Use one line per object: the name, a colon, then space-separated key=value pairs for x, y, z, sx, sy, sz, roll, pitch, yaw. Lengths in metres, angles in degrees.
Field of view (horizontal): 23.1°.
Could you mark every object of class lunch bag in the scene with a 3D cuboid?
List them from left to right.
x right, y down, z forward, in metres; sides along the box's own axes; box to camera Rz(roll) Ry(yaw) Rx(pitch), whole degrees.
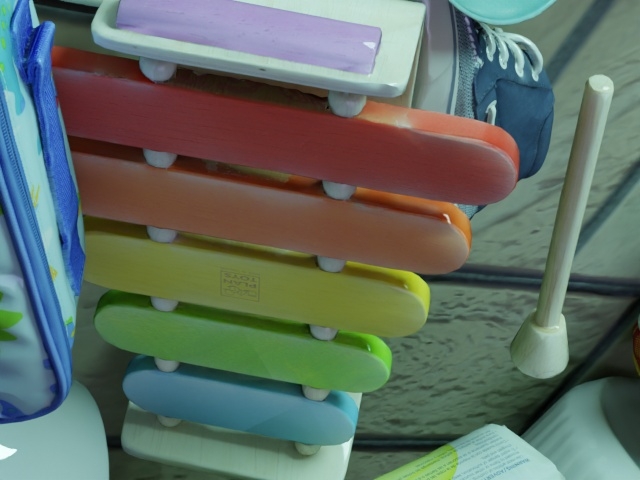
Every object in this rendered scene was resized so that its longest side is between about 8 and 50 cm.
lunch bag: x=-0.177 y=-0.022 z=0.564 sx=0.176 sy=0.090 sz=0.219 roll=-1 pitch=135 yaw=2

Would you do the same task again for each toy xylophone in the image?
toy xylophone: x=0.000 y=0.000 z=0.679 sx=0.236 sy=0.081 sz=0.322 roll=6 pitch=142 yaw=10

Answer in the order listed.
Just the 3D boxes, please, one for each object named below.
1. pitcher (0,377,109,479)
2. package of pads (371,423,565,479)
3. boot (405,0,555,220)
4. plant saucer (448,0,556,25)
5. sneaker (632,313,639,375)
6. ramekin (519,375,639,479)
pitcher: x=-0.209 y=0.139 z=0.732 sx=0.207 sy=0.178 sz=0.125 roll=-1 pitch=178 yaw=-27
package of pads: x=0.018 y=0.252 z=0.836 sx=0.229 sy=0.101 sz=0.296 roll=-21 pitch=141 yaw=-33
boot: x=0.061 y=-0.082 z=0.710 sx=0.086 sy=0.069 sz=0.190 roll=-33 pitch=147 yaw=-20
plant saucer: x=0.069 y=-0.146 z=0.619 sx=0.119 sy=0.021 sz=0.119 roll=-13 pitch=110 yaw=-41
sneaker: x=0.284 y=0.063 z=0.990 sx=0.175 sy=0.064 sz=0.067 roll=5 pitch=143 yaw=5
ramekin: x=0.225 y=0.201 z=0.991 sx=0.273 sy=0.273 sz=0.127 roll=16 pitch=116 yaw=-42
